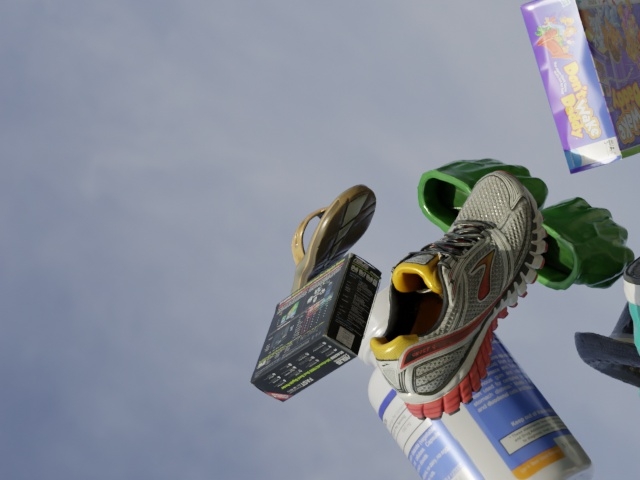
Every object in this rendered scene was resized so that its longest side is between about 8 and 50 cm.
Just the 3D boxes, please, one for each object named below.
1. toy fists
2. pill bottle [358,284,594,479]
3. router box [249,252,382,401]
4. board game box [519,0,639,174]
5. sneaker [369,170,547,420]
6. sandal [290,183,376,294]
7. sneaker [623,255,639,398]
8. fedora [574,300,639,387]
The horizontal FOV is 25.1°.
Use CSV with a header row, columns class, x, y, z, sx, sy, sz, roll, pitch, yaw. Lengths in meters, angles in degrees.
class,x,y,z,sx,sy,sz,roll,pitch,yaw
toy fists,0.256,-0.022,1.770,0.142,0.096,0.279,-18,-143,-42
pill bottle,0.145,0.172,1.487,0.152,0.152,0.272,1,-132,-53
router box,-0.004,0.076,1.241,0.038,0.122,0.092,33,-130,-19
board game box,0.414,-0.235,1.998,0.347,0.078,0.233,-19,-87,-56
sneaker,0.111,0.029,1.151,0.092,0.088,0.225,47,-127,-30
sandal,0.000,0.000,1.416,0.072,0.180,0.049,-30,-109,-31
sneaker,0.386,0.088,1.401,0.295,0.124,0.178,-21,-75,-55
fedora,0.469,0.110,1.654,0.334,0.334,0.152,24,-100,-39
